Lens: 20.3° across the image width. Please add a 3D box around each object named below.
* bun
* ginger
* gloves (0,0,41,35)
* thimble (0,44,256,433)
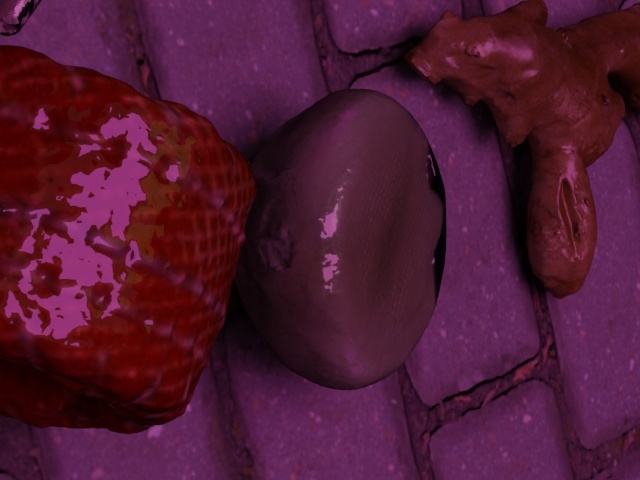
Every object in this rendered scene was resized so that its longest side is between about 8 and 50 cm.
[{"bbox_3d":[0.000,0.000,1.702,0.283,0.179,0.283,-15,107,-59],"label":"bun"},{"bbox_3d":[0.276,-0.175,1.965,0.363,0.122,0.348,-49,127,-19],"label":"ginger"},{"bbox_3d":[-0.275,-0.263,1.516,0.212,0.111,0.127,-47,150,-38],"label":"gloves"},{"bbox_3d":[-0.234,0.005,1.394,0.350,0.350,0.230,27,71,-36],"label":"thimble"}]
